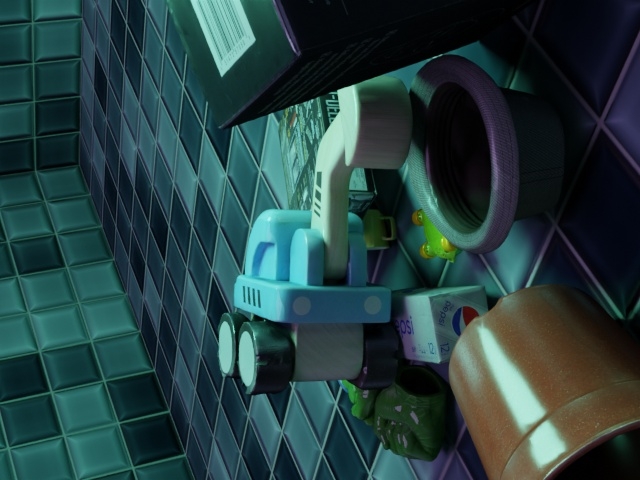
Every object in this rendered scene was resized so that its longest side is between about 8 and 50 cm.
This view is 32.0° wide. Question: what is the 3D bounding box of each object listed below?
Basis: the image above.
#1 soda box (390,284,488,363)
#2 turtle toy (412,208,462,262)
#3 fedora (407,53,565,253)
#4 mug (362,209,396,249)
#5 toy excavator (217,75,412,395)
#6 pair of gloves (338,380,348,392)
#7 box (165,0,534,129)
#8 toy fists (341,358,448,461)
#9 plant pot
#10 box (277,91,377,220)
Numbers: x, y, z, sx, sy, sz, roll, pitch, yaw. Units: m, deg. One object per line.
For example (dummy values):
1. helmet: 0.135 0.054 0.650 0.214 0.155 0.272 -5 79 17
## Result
1. soda box: 0.151 0.121 1.658 0.286 0.091 0.098 168 92 -72
2. turtle toy: 0.178 -0.033 1.580 0.095 0.066 0.130 156 103 -68
3. fedora: 0.214 -0.110 1.379 0.275 0.124 0.244 -145 50 -68
4. mug: 0.089 -0.018 1.836 0.062 0.078 0.064 22 -116 -78
5. toy excavator: 0.000 0.000 1.619 0.433 0.222 0.445 -176 86 -71
6. pair of gloves: 0.052 0.200 2.047 0.198 0.023 0.159 153 106 -66
7. box: 0.056 -0.314 1.283 0.212 0.395 0.293 68 157 1
8. toy fists: 0.116 0.260 1.822 0.279 0.096 0.142 -142 46 -57
9. plant pot: 0.278 0.201 1.215 0.265 0.272 0.272 -116 26 -52
10. box: 0.003 -0.137 1.871 0.242 0.076 0.307 114 152 -54
